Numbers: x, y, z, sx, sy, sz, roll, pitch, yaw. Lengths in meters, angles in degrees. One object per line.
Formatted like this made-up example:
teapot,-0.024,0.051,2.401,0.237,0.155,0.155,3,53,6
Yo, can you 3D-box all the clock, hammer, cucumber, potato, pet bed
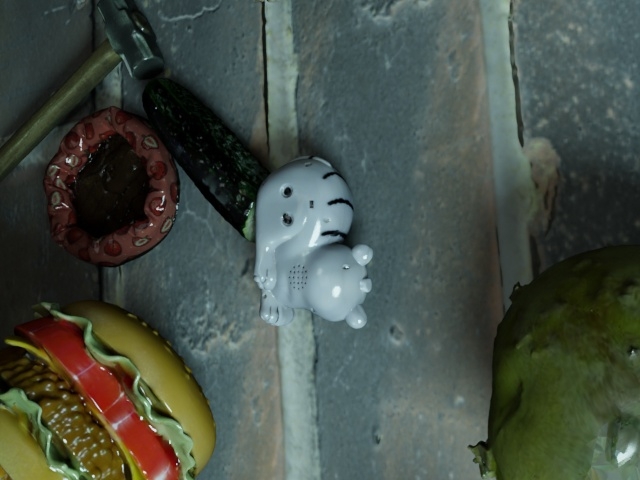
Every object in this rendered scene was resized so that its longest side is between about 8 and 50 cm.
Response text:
clock,0.000,0.000,0.933,0.117,0.080,0.176,-1,85,29
hammer,-0.343,-0.156,1.165,0.365,0.043,0.111,-38,70,23
cucumber,-0.128,-0.101,1.019,0.074,0.074,0.241,-50,64,16
potato,0.297,0.145,0.677,0.359,0.219,0.270,9,82,27
pet bed,-0.252,-0.063,1.094,0.201,0.053,0.201,-7,78,32

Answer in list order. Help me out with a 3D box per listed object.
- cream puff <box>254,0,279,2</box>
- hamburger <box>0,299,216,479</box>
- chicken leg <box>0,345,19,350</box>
cream puff,-0.049,-0.345,0.968,0.189,0.129,0.189,-6,75,23
hamburger,-0.232,0.185,0.950,0.274,0.274,0.212,36,62,27
chicken leg,-0.399,0.157,1.144,0.198,0.085,0.069,-38,109,13
